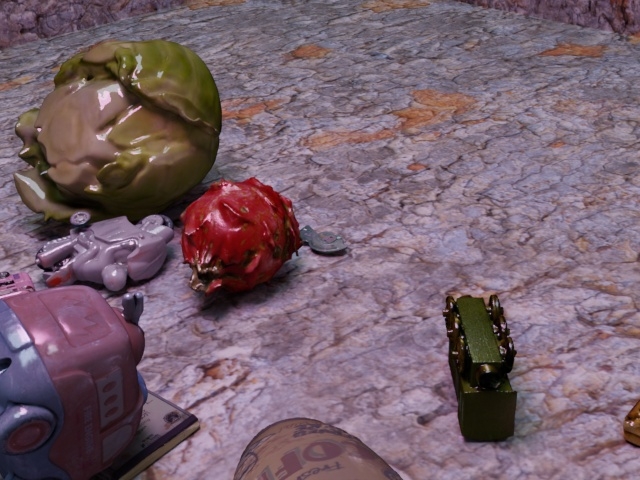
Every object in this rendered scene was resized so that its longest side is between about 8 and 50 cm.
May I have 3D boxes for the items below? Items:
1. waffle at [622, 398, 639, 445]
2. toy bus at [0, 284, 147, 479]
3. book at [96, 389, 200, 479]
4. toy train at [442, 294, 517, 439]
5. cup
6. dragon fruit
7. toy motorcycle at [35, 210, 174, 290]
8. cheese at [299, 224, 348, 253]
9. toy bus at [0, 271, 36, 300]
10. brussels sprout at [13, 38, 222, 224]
[{"bbox_3d":[0.488,0.239,1.253,0.103,0.042,0.148,21,37,35],"label":"waffle"},{"bbox_3d":[-0.331,0.189,1.176,0.232,0.294,0.197,-22,50,-30],"label":"toy bus"},{"bbox_3d":[-0.309,0.258,1.328,0.231,0.026,0.157,19,35,35],"label":"book"},{"bbox_3d":[0.225,0.170,1.320,0.090,0.137,0.225,-1,24,2],"label":"toy train"},{"bbox_3d":[-0.031,0.341,1.008,0.301,0.227,0.257,-39,20,-3],"label":"cup"},{"bbox_3d":[-0.156,-0.002,1.622,0.205,0.210,0.268,-6,29,33],"label":"dragon fruit"},{"bbox_3d":[-0.389,0.028,1.689,0.260,0.110,0.171,-16,42,-12],"label":"toy motorcycle"},{"bbox_3d":[0.000,0.000,1.767,0.121,0.026,0.067,19,35,36],"label":"cheese"},{"bbox_3d":[-0.597,0.112,1.593,0.203,0.063,0.090,-15,31,-22],"label":"toy bus"},{"bbox_3d":[-0.383,-0.209,1.889,0.425,0.342,0.361,-29,-21,29],"label":"brussels sprout"}]
